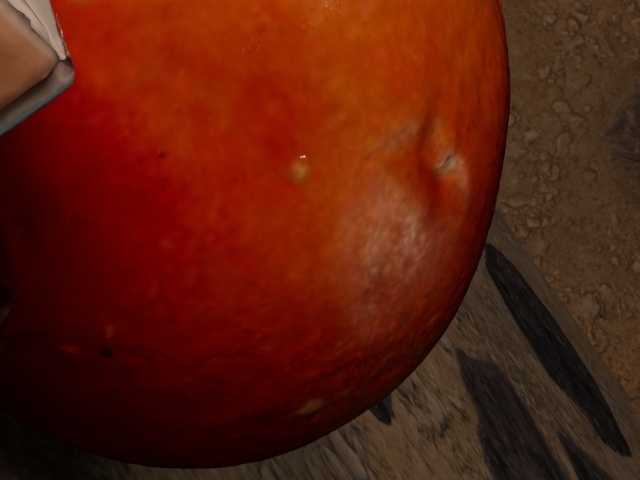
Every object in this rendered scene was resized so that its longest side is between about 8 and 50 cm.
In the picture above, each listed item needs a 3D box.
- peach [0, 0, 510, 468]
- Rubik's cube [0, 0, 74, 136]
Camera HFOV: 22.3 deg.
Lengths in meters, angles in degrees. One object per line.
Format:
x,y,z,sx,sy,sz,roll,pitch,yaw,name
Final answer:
-0.094,-0.070,0.770,0.310,0.335,0.406,-55,138,-42,peach
-0.247,-0.118,0.521,0.221,0.224,0.231,46,16,-48,Rubik's cube
